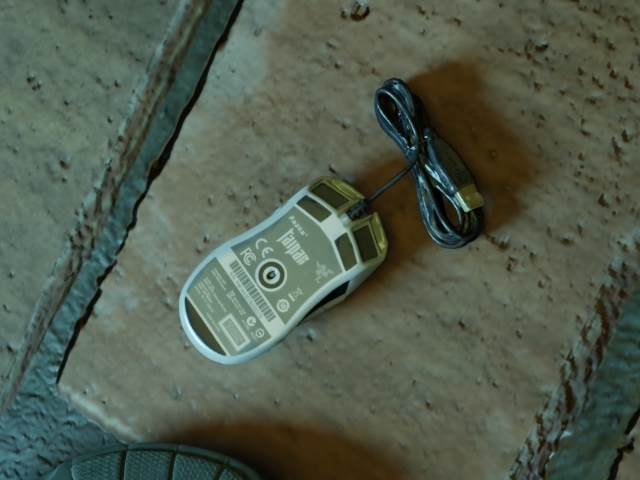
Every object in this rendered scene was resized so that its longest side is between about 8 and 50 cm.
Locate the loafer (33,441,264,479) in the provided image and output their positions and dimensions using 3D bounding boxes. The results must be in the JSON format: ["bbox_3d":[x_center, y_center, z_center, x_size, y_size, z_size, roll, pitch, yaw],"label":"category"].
[{"bbox_3d":[-0.145,0.190,0.593,0.268,0.084,0.096,-12,51,15],"label":"loafer"}]

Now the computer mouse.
[{"bbox_3d":[0.000,0.000,0.565,0.193,0.042,0.106,-36,80,8],"label":"computer mouse"}]
